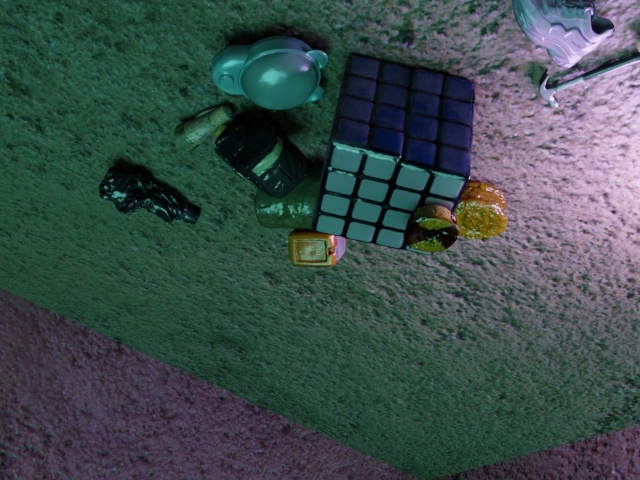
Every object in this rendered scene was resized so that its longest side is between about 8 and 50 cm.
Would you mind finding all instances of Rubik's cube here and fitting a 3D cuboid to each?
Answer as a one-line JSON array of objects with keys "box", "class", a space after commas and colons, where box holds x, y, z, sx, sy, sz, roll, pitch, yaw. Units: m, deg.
[{"box": [0.181, -0.213, 1.871, 0.337, 0.344, 0.344, 13, 142, 0], "class": "Rubik's cube"}]

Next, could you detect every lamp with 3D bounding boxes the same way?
[{"box": [-0.131, -0.421, 1.859, 0.284, 0.147, 0.209, 14, 147, 2], "class": "lamp"}]

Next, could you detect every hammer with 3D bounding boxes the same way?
[{"box": [0.637, -0.395, 1.743, 0.246, 0.029, 0.103, -19, 134, 35], "class": "hammer"}]

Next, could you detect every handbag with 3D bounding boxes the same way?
[{"box": [-0.165, -0.244, 2.034, 0.181, 0.181, 0.254, 41, 180, -40], "class": "handbag"}, {"box": [-0.261, -0.310, 2.155, 0.083, 0.027, 0.061, 27, 142, -14], "class": "handbag"}]

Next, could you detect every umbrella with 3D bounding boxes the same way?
[{"box": [-0.556, -0.120, 2.408, 0.336, 0.154, 0.128, 36, 179, -26], "class": "umbrella"}]

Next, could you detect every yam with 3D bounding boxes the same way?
[{"box": [-0.029, -0.127, 2.190, 0.300, 0.195, 0.195, 1, 142, 18], "class": "yam"}]

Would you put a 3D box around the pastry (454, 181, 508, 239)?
[{"box": [0.451, -0.087, 2.150, 0.188, 0.103, 0.189, 8, 144, 6], "class": "pastry"}]

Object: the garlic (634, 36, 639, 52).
[{"box": [0.744, -0.435, 1.644, 0.083, 0.041, 0.053, -7, 127, 14], "class": "garlic"}]

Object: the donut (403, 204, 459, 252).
[{"box": [0.263, -0.030, 1.755, 0.140, 0.059, 0.140, 5, 144, 4], "class": "donut"}]

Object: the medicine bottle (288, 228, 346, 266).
[{"box": [0.000, -0.001, 2.303, 0.149, 0.222, 0.112, 1, 107, 16], "class": "medicine bottle"}]

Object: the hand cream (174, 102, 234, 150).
[{"box": [-0.327, -0.331, 2.110, 0.203, 0.084, 0.084, -24, 130, 34], "class": "hand cream"}]

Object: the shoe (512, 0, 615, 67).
[{"box": [0.525, -0.487, 1.607, 0.245, 0.095, 0.137, 32, 137, -29], "class": "shoe"}]

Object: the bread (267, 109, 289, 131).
[{"box": [-0.114, -0.340, 2.056, 0.049, 0.034, 0.088, 29, 160, 43], "class": "bread"}]
